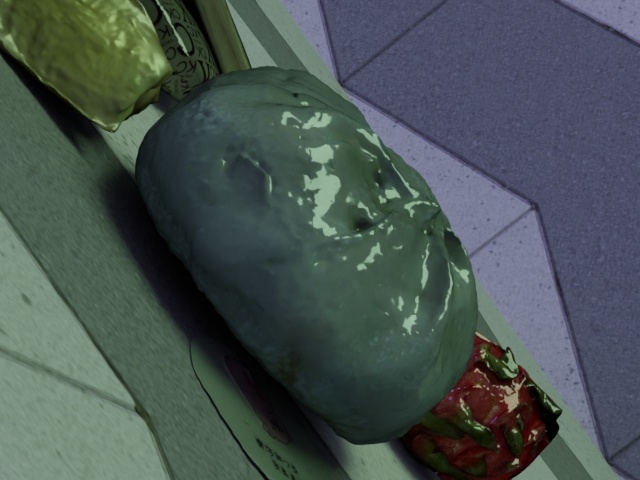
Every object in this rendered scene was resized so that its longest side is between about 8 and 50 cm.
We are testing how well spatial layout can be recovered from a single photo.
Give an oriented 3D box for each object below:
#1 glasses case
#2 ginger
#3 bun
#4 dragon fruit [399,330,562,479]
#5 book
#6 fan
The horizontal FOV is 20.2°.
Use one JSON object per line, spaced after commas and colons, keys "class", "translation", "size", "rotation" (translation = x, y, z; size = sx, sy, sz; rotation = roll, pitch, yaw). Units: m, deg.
{"class": "glasses case", "translation": [-0.223, -0.291, 1.888], "size": [0.355, 0.085, 0.137], "rotation": [54, 6, 12]}
{"class": "ginger", "translation": [-0.212, -0.172, 1.489], "size": [0.193, 0.115, 0.122], "rotation": [45, -13, 1]}
{"class": "bun", "translation": [0.004, 0.004, 1.469], "size": [0.354, 0.194, 0.354], "rotation": [51, 5, -6]}
{"class": "dragon fruit", "translation": [0.137, 0.152, 1.758], "size": [0.172, 0.160, 0.166], "rotation": [51, 32, -7]}
{"class": "book", "translation": [-0.170, -0.347, 2.054], "size": [0.428, 0.039, 0.300], "rotation": [-121, -171, -60]}
{"class": "fan", "translation": [-0.062, 0.097, 1.391], "size": [0.182, 0.010, 0.310], "rotation": [43, 12, -43]}
